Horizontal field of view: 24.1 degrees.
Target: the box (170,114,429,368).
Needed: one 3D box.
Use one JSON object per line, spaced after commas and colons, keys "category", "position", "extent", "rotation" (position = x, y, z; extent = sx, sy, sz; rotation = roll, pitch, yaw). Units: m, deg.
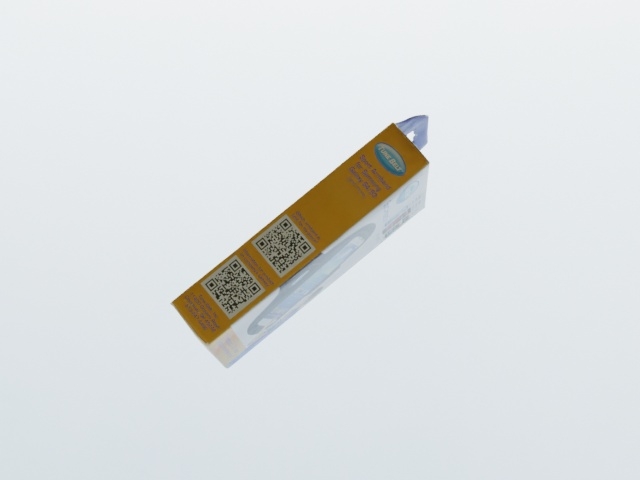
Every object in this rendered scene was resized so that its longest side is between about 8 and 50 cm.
{"category": "box", "position": [0.000, 0.000, 0.650], "extent": [0.136, 0.081, 0.028], "rotation": [-37, -101, -5]}
